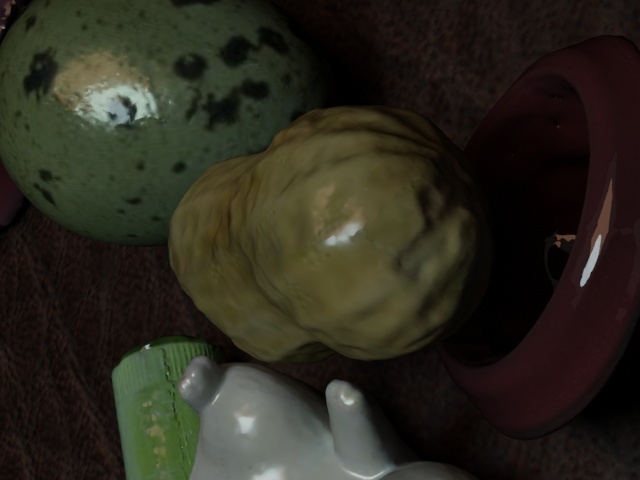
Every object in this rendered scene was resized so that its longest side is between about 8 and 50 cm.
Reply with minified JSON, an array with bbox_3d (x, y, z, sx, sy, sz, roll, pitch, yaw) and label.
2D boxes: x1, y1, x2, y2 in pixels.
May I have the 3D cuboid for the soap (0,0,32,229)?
[{"bbox_3d":[-0.287,-0.092,1.309,0.289,0.112,0.182,-57,46,16],"label":"soap"}]

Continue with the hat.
[{"bbox_3d":[0.129,0.002,0.874,0.205,0.089,0.205,-165,90,-70],"label":"hat"}]

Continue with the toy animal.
[{"bbox_3d":[0.030,0.152,0.906,0.282,0.138,0.140,17,86,45],"label":"toy animal"}]

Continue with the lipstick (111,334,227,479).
[{"bbox_3d":[-0.069,0.202,1.034,0.076,0.076,0.304,-31,58,35],"label":"lipstick"}]

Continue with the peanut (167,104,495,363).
[{"bbox_3d":[0.000,0.000,0.900,0.290,0.130,0.130,166,114,-66],"label":"peanut"}]

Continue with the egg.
[{"bbox_3d":[-0.094,-0.084,1.074,0.228,0.177,0.177,2,79,28],"label":"egg"}]
